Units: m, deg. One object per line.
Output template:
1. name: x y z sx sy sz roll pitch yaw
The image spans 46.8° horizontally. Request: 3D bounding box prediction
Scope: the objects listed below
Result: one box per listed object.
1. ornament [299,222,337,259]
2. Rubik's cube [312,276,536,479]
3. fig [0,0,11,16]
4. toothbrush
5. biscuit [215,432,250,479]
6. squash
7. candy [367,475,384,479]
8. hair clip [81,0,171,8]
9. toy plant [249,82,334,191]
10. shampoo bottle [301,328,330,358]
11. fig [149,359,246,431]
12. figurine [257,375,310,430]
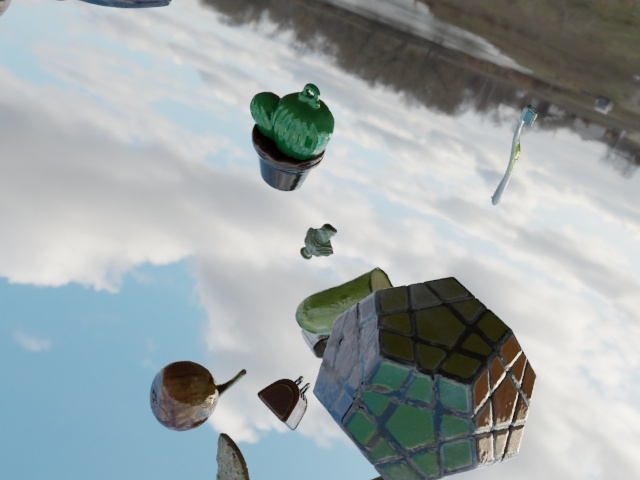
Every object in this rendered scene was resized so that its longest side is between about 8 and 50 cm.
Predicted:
1. ornament: -0.002 0.001 1.458 0.068 0.092 0.041 31 -147 25
2. Rubik's cube: 0.149 0.207 1.074 0.264 0.319 0.319 24 -164 -20
3. fig: -0.757 -0.468 1.465 0.217 0.321 0.217 31 -142 -28
4. toothbrush: 0.331 -0.142 1.289 0.022 0.263 0.026 -35 -114 -22
5. biscuit: -0.217 0.641 1.856 0.038 0.290 0.141 1 -174 -44
6. squash: 0.036 0.123 1.324 0.095 0.188 0.095 43 -145 -40
7. candy: 0.115 0.515 1.275 0.104 0.234 0.102 -8 -155 14
8. hair clip: -0.388 -0.454 1.367 0.275 0.048 0.083 22 -125 26
9. toy plant: -0.048 -0.169 1.132 0.142 0.200 0.105 34 -133 16
10. shampoo bottle: 0.004 0.257 1.955 0.086 0.056 0.227 -23 -173 -7
11. fig: -0.300 0.368 1.773 0.207 0.175 0.175 2 -154 -33
12. figurine: -0.060 0.322 1.513 0.082 0.098 0.154 38 169 20
